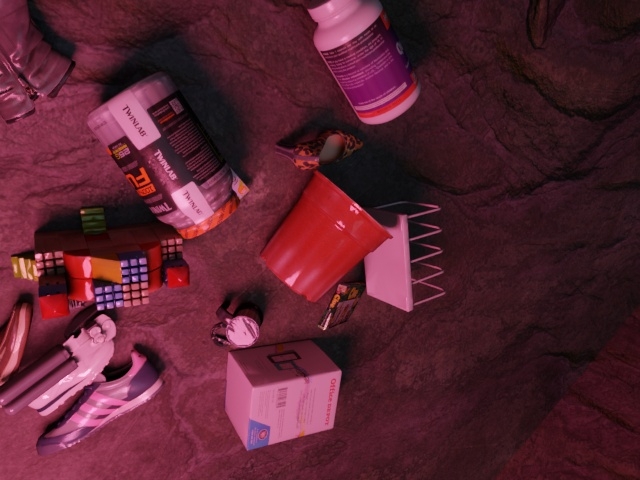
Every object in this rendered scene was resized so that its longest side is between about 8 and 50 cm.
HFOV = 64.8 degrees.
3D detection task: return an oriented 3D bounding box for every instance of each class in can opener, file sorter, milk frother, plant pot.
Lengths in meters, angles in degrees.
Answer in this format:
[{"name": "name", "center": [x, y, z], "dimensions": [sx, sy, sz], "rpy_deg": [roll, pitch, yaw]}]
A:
[{"name": "can opener", "center": [-0.585, 0.264, 1.126], "dimensions": [0.280, 0.093, 0.074], "rpy_deg": [-45, 136, -34]}, {"name": "file sorter", "center": [0.249, 0.031, 1.486], "dimensions": [0.173, 0.193, 0.277], "rpy_deg": [-16, 108, -30]}, {"name": "milk frother", "center": [-0.228, 0.243, 1.338], "dimensions": [0.129, 0.135, 0.143], "rpy_deg": [18, 97, -3]}, {"name": "plant pot", "center": [0.000, 0.000, 1.320], "dimensions": [0.265, 0.272, 0.272], "rpy_deg": [-48, 125, 4]}]

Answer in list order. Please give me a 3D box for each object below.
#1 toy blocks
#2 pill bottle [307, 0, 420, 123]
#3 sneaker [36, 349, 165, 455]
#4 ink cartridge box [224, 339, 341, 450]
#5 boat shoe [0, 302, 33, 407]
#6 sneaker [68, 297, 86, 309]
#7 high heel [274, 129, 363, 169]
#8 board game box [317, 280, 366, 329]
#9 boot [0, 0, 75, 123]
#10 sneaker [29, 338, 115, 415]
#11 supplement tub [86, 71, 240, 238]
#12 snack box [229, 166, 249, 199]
[{"name": "toy blocks", "center": [-0.437, 0.053, 1.069], "dimensions": [0.381, 0.261, 0.190], "rpy_deg": [-8, 112, -28]}, {"name": "pill bottle", "center": [0.105, -0.459, 1.237], "dimensions": [0.181, 0.181, 0.323], "rpy_deg": [-44, 124, -9]}, {"name": "sneaker", "center": [-0.556, 0.388, 1.237], "dimensions": [0.319, 0.112, 0.131], "rpy_deg": [-31, 104, -20]}, {"name": "ink cartridge box", "center": [-0.110, 0.428, 1.440], "dimensions": [0.270, 0.197, 0.198], "rpy_deg": [-2, 109, -29]}, {"name": "boat shoe", "center": [-0.702, 0.251, 1.093], "dimensions": [0.095, 0.095, 0.257], "rpy_deg": [16, 100, -28]}, {"name": "sneaker", "center": [-0.551, 0.137, 1.137], "dimensions": [0.069, 0.098, 0.038], "rpy_deg": [-10, 99, -32]}, {"name": "high heel", "center": [0.034, -0.224, 1.282], "dimensions": [0.261, 0.186, 0.093], "rpy_deg": [-11, 112, -27]}, {"name": "board game box", "center": [0.069, 0.183, 1.461], "dimensions": [0.136, 0.030, 0.260], "rpy_deg": [-66, 163, 5]}, {"name": "boot", "center": [-0.548, -0.401, 0.935], "dimensions": [0.338, 0.118, 0.223], "rpy_deg": [-45, 128, 5]}, {"name": "sneaker", "center": [-0.593, 0.302, 1.184], "dimensions": [0.235, 0.090, 0.095], "rpy_deg": [-42, 113, -12]}, {"name": "supplement tub", "center": [-0.317, -0.172, 1.066], "dimensions": [0.193, 0.193, 0.316], "rpy_deg": [-37, 111, -13]}, {"name": "snack box", "center": [-0.257, -0.143, 1.233], "dimensions": [0.100, 0.037, 0.141], "rpy_deg": [-44, 123, -8]}]
